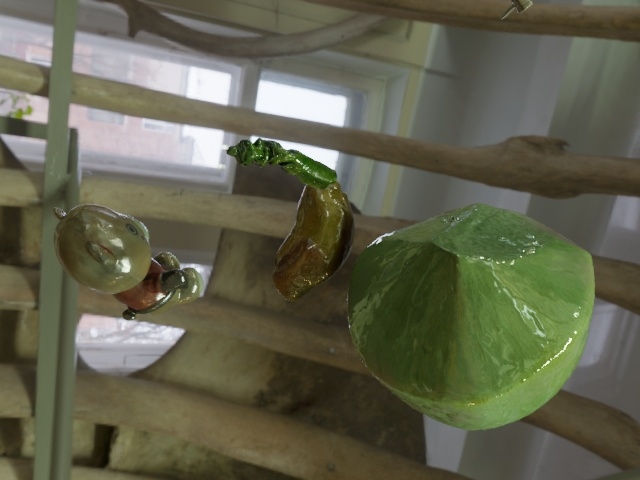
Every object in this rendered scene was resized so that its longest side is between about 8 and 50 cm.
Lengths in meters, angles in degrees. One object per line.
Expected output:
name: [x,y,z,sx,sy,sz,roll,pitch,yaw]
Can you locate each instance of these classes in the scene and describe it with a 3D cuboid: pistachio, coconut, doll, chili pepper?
pistachio: [0.001,0.003,0.825,0.100,0.110,0.189,9,-107,25]
coconut: [0.191,0.090,0.737,0.328,0.328,0.281,134,-29,-57]
doll: [-0.396,0.051,1.155,0.235,0.330,0.174,33,-103,39]
chili pepper: [-0.021,-0.049,0.364,0.027,0.083,0.022,23,-84,49]

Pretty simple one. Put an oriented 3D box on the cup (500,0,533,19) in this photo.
cup: [0.247,-0.365,0.782,0.074,0.102,0.099,-60,-163,7]
